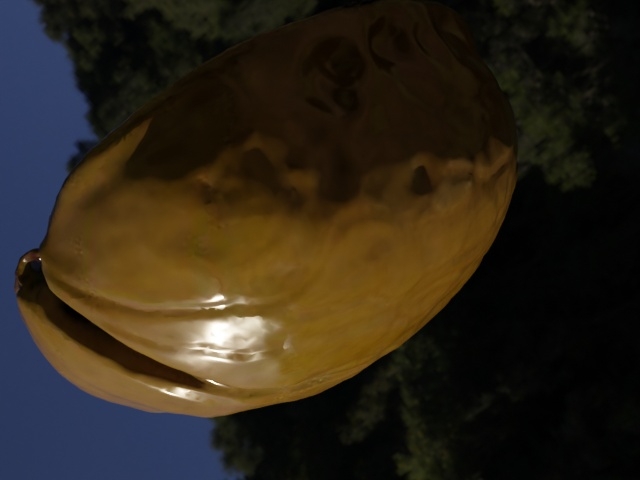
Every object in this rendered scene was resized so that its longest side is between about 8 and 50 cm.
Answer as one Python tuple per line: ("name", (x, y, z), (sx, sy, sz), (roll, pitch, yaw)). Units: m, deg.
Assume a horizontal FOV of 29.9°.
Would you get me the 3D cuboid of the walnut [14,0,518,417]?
("walnut", (0.003, 0.001, 0.432), (0.211, 0.167, 0.087), (-27, -118, -29))
